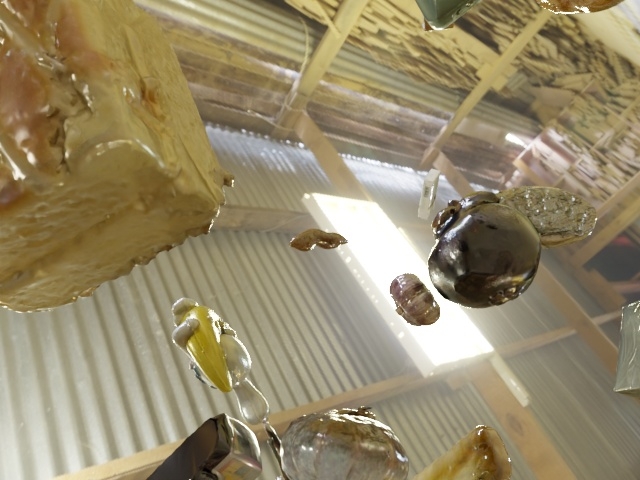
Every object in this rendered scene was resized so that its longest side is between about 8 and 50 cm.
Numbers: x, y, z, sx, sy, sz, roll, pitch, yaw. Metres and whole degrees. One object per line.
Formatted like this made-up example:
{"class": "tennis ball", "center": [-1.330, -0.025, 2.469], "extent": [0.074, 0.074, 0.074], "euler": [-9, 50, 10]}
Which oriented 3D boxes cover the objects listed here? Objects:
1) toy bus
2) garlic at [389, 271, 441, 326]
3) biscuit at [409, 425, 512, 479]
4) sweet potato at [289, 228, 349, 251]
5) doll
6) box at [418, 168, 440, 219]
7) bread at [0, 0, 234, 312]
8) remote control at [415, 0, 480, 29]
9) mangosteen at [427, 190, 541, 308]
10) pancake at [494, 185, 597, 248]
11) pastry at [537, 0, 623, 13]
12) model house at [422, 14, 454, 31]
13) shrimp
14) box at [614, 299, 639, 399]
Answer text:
{"class": "toy bus", "center": [-0.132, 0.253, 0.465], "extent": [0.072, 0.172, 0.057], "euler": [40, -171, -33]}
{"class": "garlic", "center": [0.237, 0.156, 1.198], "extent": [0.159, 0.102, 0.147], "euler": [55, 174, 44]}
{"class": "biscuit", "center": [0.224, 0.459, 0.729], "extent": [0.062, 0.291, 0.237], "euler": [14, -142, -16]}
{"class": "sweet potato", "center": [-0.001, -0.003, 1.325], "extent": [0.218, 0.051, 0.065], "euler": [-4, -97, -39]}
{"class": "doll", "center": [-0.212, 0.234, 0.942], "extent": [0.237, 0.111, 0.252], "euler": [42, 163, 47]}
{"class": "box", "center": [0.374, -0.158, 1.597], "extent": [0.040, 0.154, 0.084], "euler": [16, -139, 21]}
{"class": "bread", "center": [-0.366, -0.143, 0.614], "extent": [0.390, 0.371, 0.279], "euler": [67, -167, 13]}
{"class": "remote control", "center": [0.190, -0.550, 0.852], "extent": [0.065, 0.128, 0.335], "euler": [8, -124, -53]}
{"class": "mangosteen", "center": [0.375, 0.016, 1.085], "extent": [0.233, 0.288, 0.287], "euler": [5, -153, 15]}
{"class": "pancake", "center": [0.588, -0.075, 1.255], "extent": [0.282, 0.049, 0.282], "euler": [-7, -140, 6]}
{"class": "pastry", "center": [0.339, -0.413, 0.550], "extent": [0.255, 0.162, 0.311], "euler": [46, -175, -23]}
{"class": "model house", "center": [0.327, -0.636, 1.270], "extent": [0.087, 0.101, 0.100], "euler": [-2, -112, 5]}
{"class": "shrimp", "center": [0.006, 0.263, 0.552], "extent": [0.145, 0.343, 0.117], "euler": [-3, -117, -8]}
{"class": "box", "center": [0.828, 0.268, 1.104], "extent": [0.148, 0.155, 0.231], "euler": [17, -109, 8]}
